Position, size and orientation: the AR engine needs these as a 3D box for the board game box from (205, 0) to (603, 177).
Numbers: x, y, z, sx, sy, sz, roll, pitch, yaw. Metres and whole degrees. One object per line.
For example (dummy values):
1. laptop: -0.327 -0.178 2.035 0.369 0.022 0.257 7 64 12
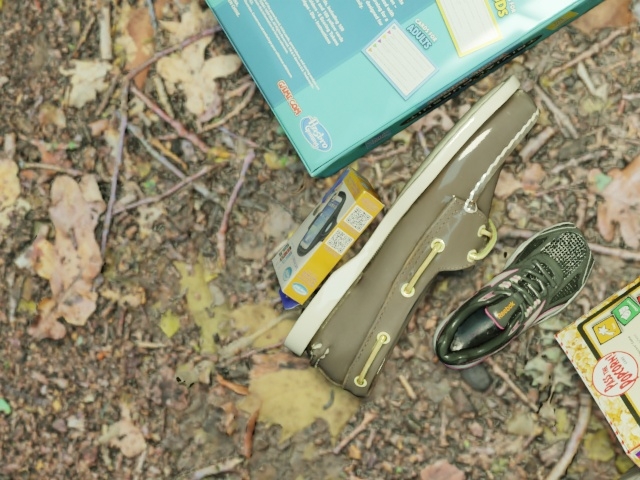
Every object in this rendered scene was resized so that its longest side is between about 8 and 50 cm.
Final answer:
1. board game box: 0.073 -0.252 1.157 0.336 0.079 0.254 -32 85 12

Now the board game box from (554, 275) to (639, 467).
1. board game box: 0.317 0.085 1.092 0.193 0.045 0.147 -36 43 12

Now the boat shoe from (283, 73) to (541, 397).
1. boat shoe: 0.097 0.000 1.147 0.096 0.116 0.324 39 104 4

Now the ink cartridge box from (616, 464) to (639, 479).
1. ink cartridge box: 0.395 0.242 1.035 0.278 0.117 0.201 -33 84 38

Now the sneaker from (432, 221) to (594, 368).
1. sneaker: 0.175 0.058 1.148 0.072 0.077 0.178 45 100 6

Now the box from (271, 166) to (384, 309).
1. box: 0.000 0.000 1.182 0.028 0.081 0.136 38 99 -19
